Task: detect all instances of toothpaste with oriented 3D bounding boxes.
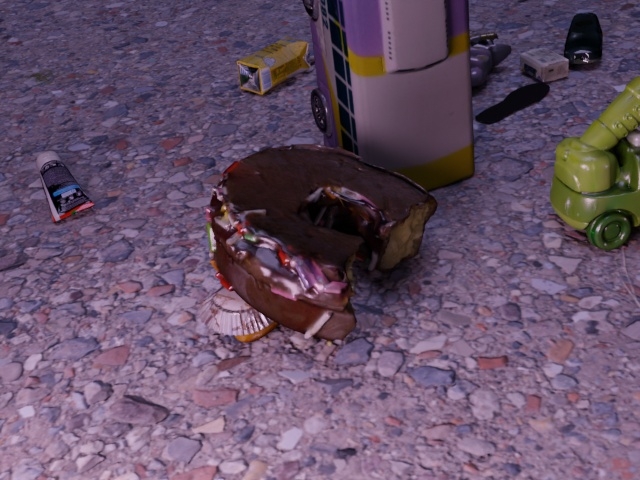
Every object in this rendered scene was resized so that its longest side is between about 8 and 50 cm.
[{"bbox_3d":[-0.439,-0.088,1.794,0.071,0.045,0.193,-26,40,-14],"label":"toothpaste"}]

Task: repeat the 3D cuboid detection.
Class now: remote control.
[{"bbox_3d":[0.515,-0.394,2.081,0.072,0.042,0.222,-1,30,16],"label":"remote control"}]

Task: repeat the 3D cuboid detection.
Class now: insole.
[{"bbox_3d":[0.347,-0.247,1.908,0.188,0.004,0.064,-30,36,-33],"label":"insole"}]

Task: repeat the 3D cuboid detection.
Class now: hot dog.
[{"bbox_3d":[-0.078,0.073,1.413,0.108,0.059,0.191,19,33,24],"label":"hot dog"}]

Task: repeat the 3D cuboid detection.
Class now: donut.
[{"bbox_3d":[-0.019,-0.011,1.387,0.259,0.136,0.345,23,31,14],"label":"donut"}]

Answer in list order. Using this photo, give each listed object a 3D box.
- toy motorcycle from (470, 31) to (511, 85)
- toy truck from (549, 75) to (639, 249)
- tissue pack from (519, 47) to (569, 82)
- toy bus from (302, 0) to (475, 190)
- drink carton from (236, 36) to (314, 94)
[{"bbox_3d":[0.266,-0.330,2.005,0.225,0.073,0.152,-26,36,-26],"label":"toy motorcycle"},{"bbox_3d":[0.403,-0.099,1.467,0.187,0.210,0.148,-29,32,0],"label":"toy truck"},{"bbox_3d":[0.419,-0.329,1.994,0.062,0.042,0.083,-18,32,-14],"label":"tissue pack"},{"bbox_3d":[0.105,-0.301,1.631,0.209,0.440,0.249,-15,33,-13],"label":"toy bus"},{"bbox_3d":[-0.073,-0.361,2.137,0.084,0.074,0.200,19,41,37],"label":"drink carton"}]
